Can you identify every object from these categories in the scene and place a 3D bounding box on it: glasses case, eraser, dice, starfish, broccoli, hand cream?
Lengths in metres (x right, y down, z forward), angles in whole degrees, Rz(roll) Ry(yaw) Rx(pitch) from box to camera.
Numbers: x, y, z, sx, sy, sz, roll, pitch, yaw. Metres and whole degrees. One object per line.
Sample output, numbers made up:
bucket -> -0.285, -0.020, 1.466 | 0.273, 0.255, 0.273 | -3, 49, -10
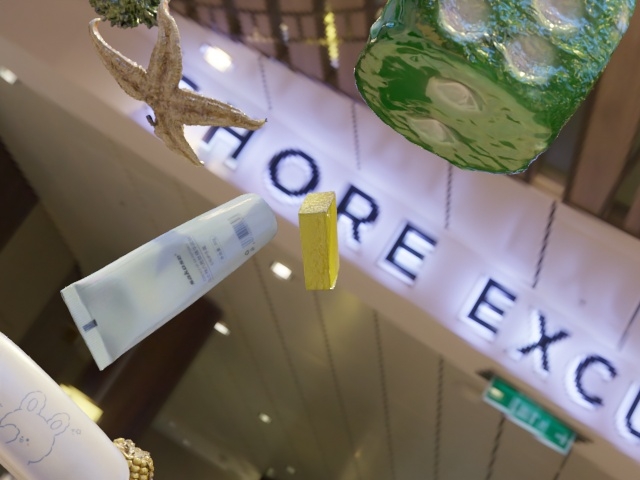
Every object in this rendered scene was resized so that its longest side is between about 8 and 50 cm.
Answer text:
glasses case -> -0.291, 0.186, 1.178 | 0.233, 0.092, 0.059 | 47, -34, -4
eraser -> 0.000, 0.000, 1.716 | 0.045, 0.097, 0.122 | -2, -71, 9
dice -> 0.230, -0.283, 1.586 | 0.287, 0.297, 0.300 | 33, -20, 1
starfish -> -0.197, -0.209, 1.524 | 0.138, 0.050, 0.247 | -35, -81, 29
broccoli -> -0.280, -0.480, 2.051 | 0.274, 0.199, 0.177 | -12, -49, 36
hand cream -> -0.178, 0.034, 1.489 | 0.067, 0.320, 0.109 | -5, -67, 49

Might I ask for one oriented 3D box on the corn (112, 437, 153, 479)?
corn -> -0.314, 0.445, 1.784 | 0.106, 0.293, 0.106 | 14, 3, -1
